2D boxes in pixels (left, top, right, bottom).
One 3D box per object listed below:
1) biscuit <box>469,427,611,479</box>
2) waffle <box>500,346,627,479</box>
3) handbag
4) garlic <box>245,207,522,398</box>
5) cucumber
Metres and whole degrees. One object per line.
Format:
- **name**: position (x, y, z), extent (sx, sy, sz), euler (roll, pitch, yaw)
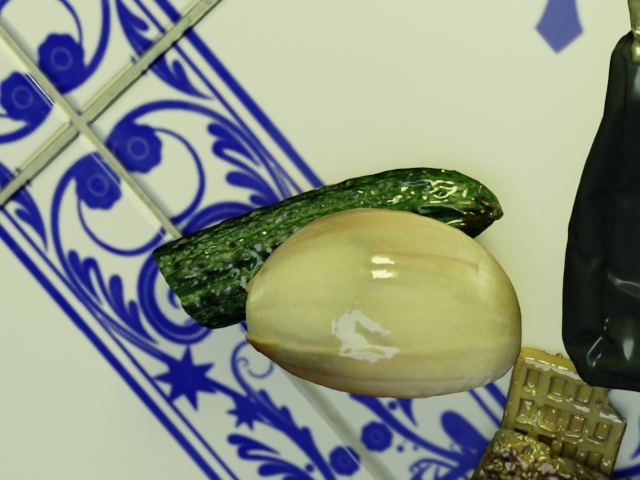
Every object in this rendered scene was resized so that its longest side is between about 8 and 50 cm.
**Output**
- **biscuit**: position (0.143, 0.253, 1.121), extent (0.131, 0.025, 0.231), euler (25, 118, 7)
- **waffle**: position (0.174, 0.149, 1.099), extent (0.092, 0.021, 0.135), euler (15, 111, 13)
- **handbag**: position (0.310, -0.029, 0.926), extent (0.302, 0.178, 0.275), euler (8, 123, 15)
- **garlic**: position (0.059, 0.052, 1.003), extent (0.207, 0.115, 0.128), euler (10, 125, -13)
- **cucumber**: position (-0.001, -0.001, 1.081), extent (0.265, 0.077, 0.077), euler (-20, 99, 18)
